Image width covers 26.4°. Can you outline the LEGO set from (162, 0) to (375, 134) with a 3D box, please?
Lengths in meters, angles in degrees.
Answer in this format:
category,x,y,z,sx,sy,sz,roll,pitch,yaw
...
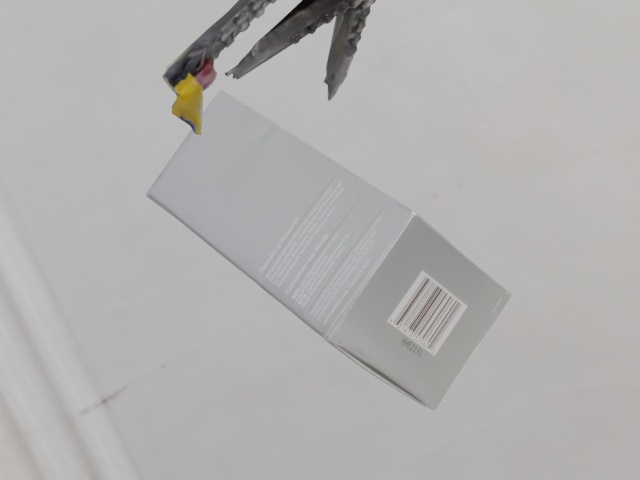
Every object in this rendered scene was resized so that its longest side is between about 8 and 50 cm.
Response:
category,x,y,z,sx,sy,sz,roll,pitch,yaw
LEGO set,0.047,-0.186,0.310,0.192,0.255,0.331,40,-26,11

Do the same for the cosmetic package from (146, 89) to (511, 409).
category,x,y,z,sx,sy,sz,roll,pitch,yaw
cosmetic package,0.000,0.000,0.925,0.238,0.127,0.107,32,-93,49
